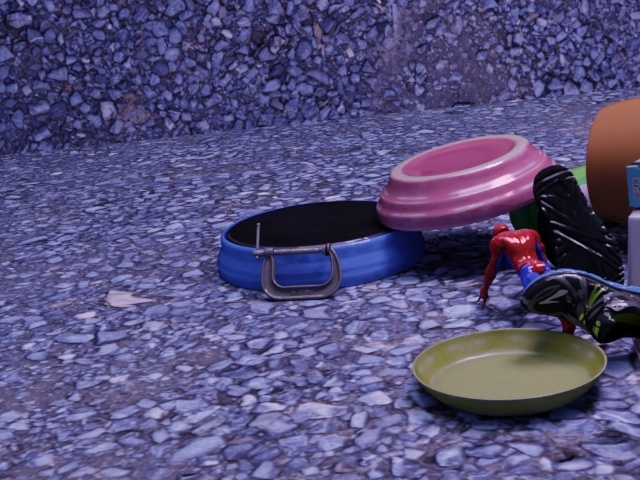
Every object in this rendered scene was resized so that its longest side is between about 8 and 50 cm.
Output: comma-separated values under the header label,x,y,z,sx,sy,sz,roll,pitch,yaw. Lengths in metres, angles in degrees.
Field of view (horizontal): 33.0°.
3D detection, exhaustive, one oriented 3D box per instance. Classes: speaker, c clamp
label,x,y,z,sx,sy,sz,roll,pitch,yaw
speaker,0.493,-0.080,2.028,0.297,0.131,0.131,-16,18,-34
c clamp,-0.040,0.036,1.823,0.161,0.137,0.022,2,-20,12

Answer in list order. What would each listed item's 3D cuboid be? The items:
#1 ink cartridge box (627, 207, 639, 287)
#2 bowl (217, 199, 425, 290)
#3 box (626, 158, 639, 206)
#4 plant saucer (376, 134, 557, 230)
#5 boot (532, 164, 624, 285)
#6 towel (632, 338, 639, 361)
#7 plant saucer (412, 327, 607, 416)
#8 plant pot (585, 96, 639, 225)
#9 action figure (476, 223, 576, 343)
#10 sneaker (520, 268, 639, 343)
label,x,y,z,sx,sy,sz,roll,pitch,yaw
ink cartridge box,0.645,0.009,1.535,0.385,0.160,0.279,-1,13,23
bowl,0.000,0.000,2.022,0.391,0.077,0.391,-5,15,1
box,0.533,-0.102,1.573,0.100,0.060,0.244,1,14,34
plant saucer,0.255,-0.113,1.933,0.332,0.084,0.332,-14,17,4
boot,0.405,0.017,1.701,0.094,0.246,0.207,-22,-22,8
towel,0.505,0.139,1.374,0.197,0.029,0.144,-4,15,7
plant saucer,0.237,0.168,1.360,0.241,0.037,0.241,-7,14,2
plant pot,0.586,-0.134,1.859,0.203,0.290,0.291,4,18,32
action figure,0.313,0.083,1.583,0.091,0.139,0.280,-8,37,-15
sneaker,0.354,0.089,1.403,0.188,0.067,0.078,12,38,11
